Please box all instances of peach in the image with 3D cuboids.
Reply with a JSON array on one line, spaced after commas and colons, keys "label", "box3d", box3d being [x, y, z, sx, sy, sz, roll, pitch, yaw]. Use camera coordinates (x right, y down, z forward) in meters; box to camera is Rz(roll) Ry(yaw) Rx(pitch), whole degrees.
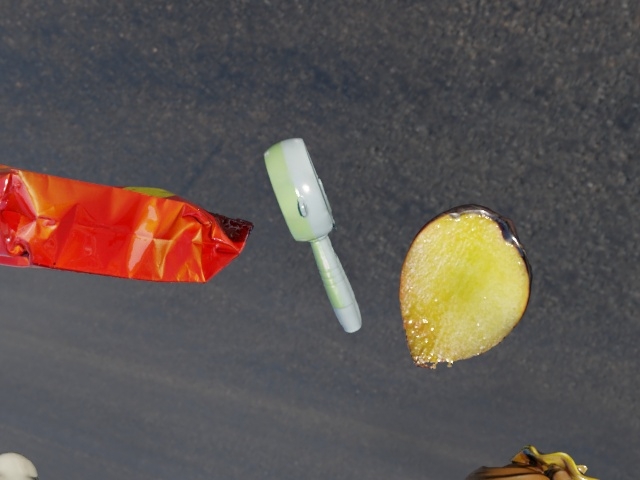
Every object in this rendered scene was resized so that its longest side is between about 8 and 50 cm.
[{"label": "peach", "box3d": [0.197, 0.076, 1.300, 0.189, 0.279, 0.068, 32, 155, 8]}]

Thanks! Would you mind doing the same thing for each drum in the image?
[{"label": "drum", "box3d": [0.001, 0.005, 1.029, 0.049, 0.130, 0.253, -20, 104, 3]}]

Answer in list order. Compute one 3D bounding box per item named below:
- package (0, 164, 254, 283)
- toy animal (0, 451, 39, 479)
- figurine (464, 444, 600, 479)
[{"label": "package", "box3d": [-0.301, -0.022, 1.203, 0.195, 0.123, 0.423, 15, -176, 39]}, {"label": "toy animal", "box3d": [-0.330, 0.226, 0.557, 0.362, 0.181, 0.180, 1, 147, 11]}, {"label": "figurine", "box3d": [0.176, 0.306, 0.852, 0.189, 0.263, 0.142, -27, 102, 47]}]
